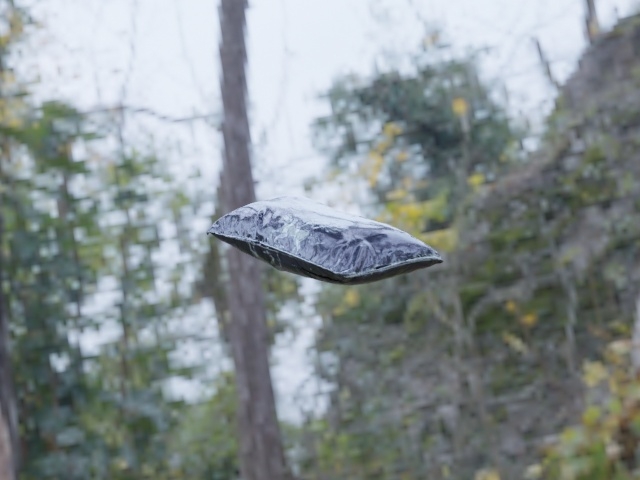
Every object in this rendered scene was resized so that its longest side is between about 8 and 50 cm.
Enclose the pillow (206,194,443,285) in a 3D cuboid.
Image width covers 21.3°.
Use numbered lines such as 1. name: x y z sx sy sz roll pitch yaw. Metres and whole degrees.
1. pillow: 0.000 0.000 1.656 0.141 0.055 0.208 -12 22 -43
